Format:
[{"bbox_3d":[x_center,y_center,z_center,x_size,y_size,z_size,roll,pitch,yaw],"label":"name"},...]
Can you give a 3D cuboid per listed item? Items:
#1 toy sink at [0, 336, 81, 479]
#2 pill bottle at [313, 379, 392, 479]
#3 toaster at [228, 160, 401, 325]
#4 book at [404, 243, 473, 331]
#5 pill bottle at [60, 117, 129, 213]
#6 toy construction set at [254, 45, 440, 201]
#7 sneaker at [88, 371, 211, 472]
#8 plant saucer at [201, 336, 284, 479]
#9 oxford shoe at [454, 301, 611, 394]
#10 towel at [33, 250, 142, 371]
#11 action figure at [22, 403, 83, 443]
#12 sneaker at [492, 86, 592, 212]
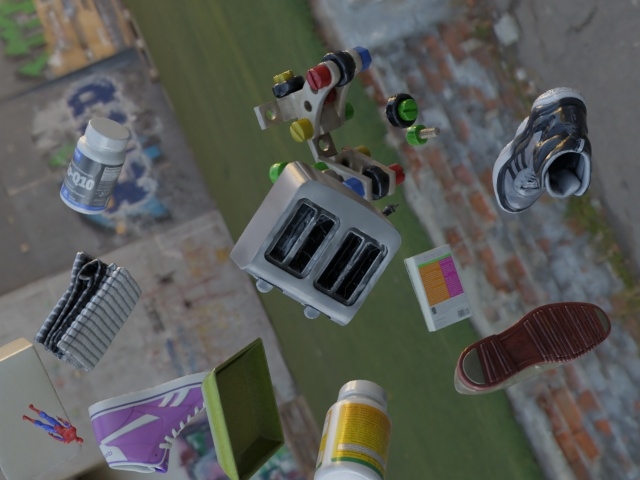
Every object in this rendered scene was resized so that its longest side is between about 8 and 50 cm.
[{"bbox_3d":[-0.583,0.327,2.155,0.131,0.153,0.234,5,121,65],"label":"toy sink"},{"bbox_3d":[0.060,0.343,1.914,0.208,0.117,0.117,-77,-24,-49],"label":"pill bottle"},{"bbox_3d":[0.000,0.000,1.464,0.168,0.186,0.110,31,-173,-20],"label":"toaster"},{"bbox_3d":[0.226,0.088,2.116,0.035,0.096,0.144,-18,90,61],"label":"book"},{"bbox_3d":[-0.347,-0.116,1.736,0.137,0.078,0.078,-64,36,26],"label":"pill bottle"},{"bbox_3d":[-0.015,-0.154,1.848,0.237,0.309,0.257,-1,137,50],"label":"toy construction set"},{"bbox_3d":[-0.280,0.352,2.116,0.102,0.282,0.161,117,134,-63],"label":"sneaker"},{"bbox_3d":[-0.129,0.269,1.777,0.188,0.045,0.188,-31,-70,-67],"label":"plant saucer"},{"bbox_3d":[0.421,0.219,2.275,0.130,0.348,0.123,106,145,-66],"label":"oxford shoe"},{"bbox_3d":[-0.518,0.160,2.485,0.121,0.235,0.284,31,168,7],"label":"towel"},{"bbox_3d":[-0.476,0.334,2.011,0.115,0.038,0.030,28,164,7],"label":"action figure"},{"bbox_3d":[0.357,-0.107,1.815,0.268,0.101,0.153,111,163,-46],"label":"sneaker"}]
